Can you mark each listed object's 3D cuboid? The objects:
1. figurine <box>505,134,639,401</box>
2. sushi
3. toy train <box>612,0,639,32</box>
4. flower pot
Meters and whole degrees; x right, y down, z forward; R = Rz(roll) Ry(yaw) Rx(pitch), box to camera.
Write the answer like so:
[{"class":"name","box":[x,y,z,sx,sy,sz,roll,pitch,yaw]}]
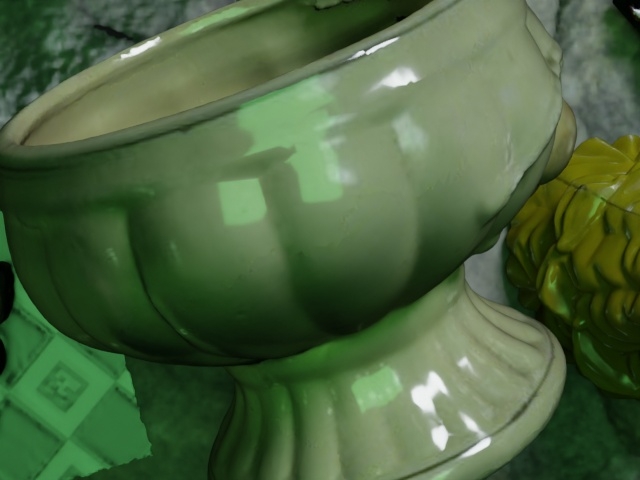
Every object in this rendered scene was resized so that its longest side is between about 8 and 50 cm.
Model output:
[{"class":"figurine","box":[0.222,0.024,0.746,0.168,0.315,0.187,-26,94,-3]},{"class":"sushi","box":[-0.244,0.064,0.845,0.231,0.047,0.220,-16,93,-4]},{"class":"toy train","box":[0.284,-0.085,0.882,0.085,0.053,0.250,-38,93,-12]},{"class":"flower pot","box":[0.000,0.000,0.757,0.307,0.307,0.244,-22,110,-4]}]
